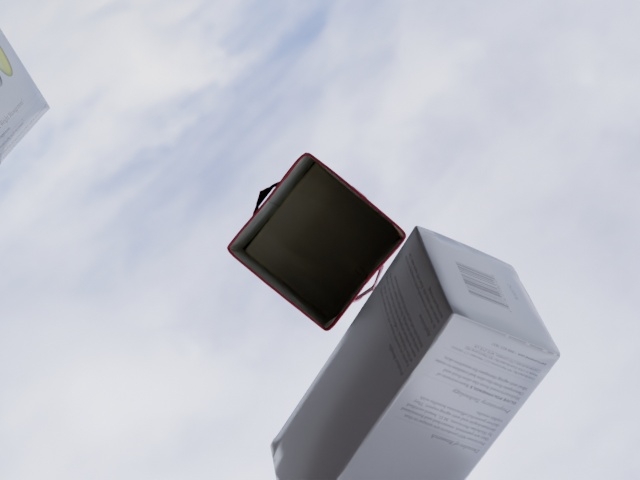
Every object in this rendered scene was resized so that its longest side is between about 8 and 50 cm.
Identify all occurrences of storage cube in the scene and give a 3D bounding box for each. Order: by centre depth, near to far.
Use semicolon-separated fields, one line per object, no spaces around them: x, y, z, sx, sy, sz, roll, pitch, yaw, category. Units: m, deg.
0.000;0.000;1.725;0.183;0.215;0.193;-51;176;2;storage cube

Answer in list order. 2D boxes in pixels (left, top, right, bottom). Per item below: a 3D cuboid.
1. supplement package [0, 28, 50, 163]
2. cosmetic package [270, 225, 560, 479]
-0.480;-0.191;1.474;0.149;0.203;0.194;-22;-157;18;supplement package
0.095;0.192;1.382;0.365;0.155;0.197;-58;-157;24;cosmetic package
